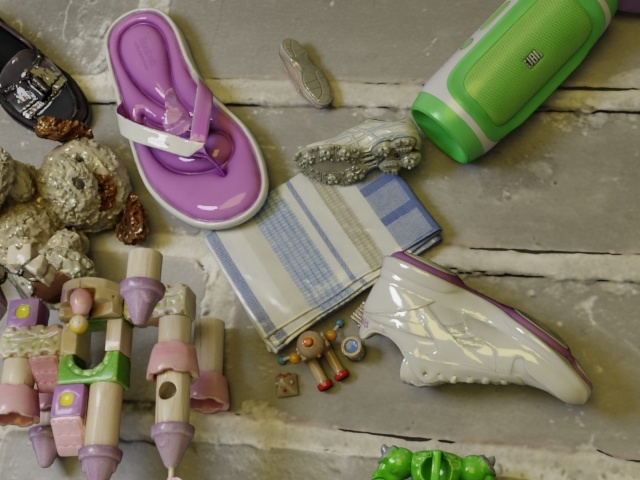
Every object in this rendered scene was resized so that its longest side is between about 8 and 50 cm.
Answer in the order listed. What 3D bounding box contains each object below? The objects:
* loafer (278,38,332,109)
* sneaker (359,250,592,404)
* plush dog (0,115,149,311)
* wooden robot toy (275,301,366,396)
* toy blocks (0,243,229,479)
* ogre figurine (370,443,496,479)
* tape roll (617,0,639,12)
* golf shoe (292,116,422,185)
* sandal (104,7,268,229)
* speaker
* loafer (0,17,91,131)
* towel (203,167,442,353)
[{"bbox_3d":[-0.023,-0.235,1.683,0.045,0.039,0.125,-18,65,-30],"label":"loafer"},{"bbox_3d":[0.189,0.139,1.456,0.305,0.114,0.152,29,95,18],"label":"sneaker"},{"bbox_3d":[-0.369,-0.046,1.638,0.225,0.210,0.262,-37,91,-18],"label":"plush dog"},{"bbox_3d":[0.004,0.143,1.506,0.173,0.079,0.076,-33,66,0],"label":"wooden robot toy"},{"bbox_3d":[-0.288,0.183,1.435,0.289,0.309,0.260,-5,62,12],"label":"toy blocks"},{"bbox_3d":[0.140,0.311,1.402,0.197,0.097,0.118,2,82,26],"label":"ogre figurine"},{"bbox_3d":[0.442,-0.411,1.594,0.189,0.080,0.189,-3,63,6],"label":"tape roll"},{"bbox_3d":[0.052,-0.127,1.589,0.176,0.069,0.086,-5,42,10],"label":"golf shoe"},{"bbox_3d":[-0.220,-0.183,1.663,0.169,0.102,0.416,-34,61,2],"label":"sandal"},{"bbox_3d":[0.261,-0.244,1.564,0.296,0.131,0.131,-46,66,-6],"label":"speaker"},{"bbox_3d":[-0.471,-0.264,1.766,0.109,0.095,0.302,-46,66,-5],"label":"loafer"},{"bbox_3d":[0.000,0.000,1.587,0.285,0.034,0.209,-34,64,-3],"label":"towel"}]
